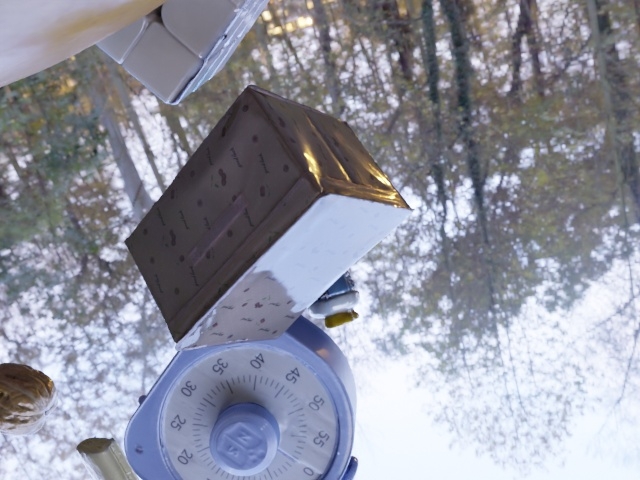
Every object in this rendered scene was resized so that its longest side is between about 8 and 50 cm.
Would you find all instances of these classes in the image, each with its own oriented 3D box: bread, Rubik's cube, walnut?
[{"bbox_3d":[-0.429,0.493,1.420,0.139,0.178,0.060,-9,-160,48],"label":"bread"},{"bbox_3d":[-0.232,-0.440,1.084,0.291,0.291,0.290,-47,-169,23],"label":"Rubik's cube"},{"bbox_3d":[-0.691,0.351,1.530,0.184,0.155,0.155,19,-150,3],"label":"walnut"}]

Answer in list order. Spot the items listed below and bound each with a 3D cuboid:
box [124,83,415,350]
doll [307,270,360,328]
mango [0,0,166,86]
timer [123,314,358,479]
[{"bbox_3d":[-0.070,-0.020,0.911,0.297,0.190,0.225,-44,154,25],"label":"box"},{"bbox_3d":[0.000,0.000,1.235,0.141,0.314,0.177,-17,177,13],"label":"doll"},{"bbox_3d":[-0.218,-0.206,0.403,0.445,0.232,0.300,-32,-163,7],"label":"mango"},{"bbox_3d":[-0.104,0.308,1.148,0.394,0.395,0.173,-15,-170,6],"label":"timer"}]
